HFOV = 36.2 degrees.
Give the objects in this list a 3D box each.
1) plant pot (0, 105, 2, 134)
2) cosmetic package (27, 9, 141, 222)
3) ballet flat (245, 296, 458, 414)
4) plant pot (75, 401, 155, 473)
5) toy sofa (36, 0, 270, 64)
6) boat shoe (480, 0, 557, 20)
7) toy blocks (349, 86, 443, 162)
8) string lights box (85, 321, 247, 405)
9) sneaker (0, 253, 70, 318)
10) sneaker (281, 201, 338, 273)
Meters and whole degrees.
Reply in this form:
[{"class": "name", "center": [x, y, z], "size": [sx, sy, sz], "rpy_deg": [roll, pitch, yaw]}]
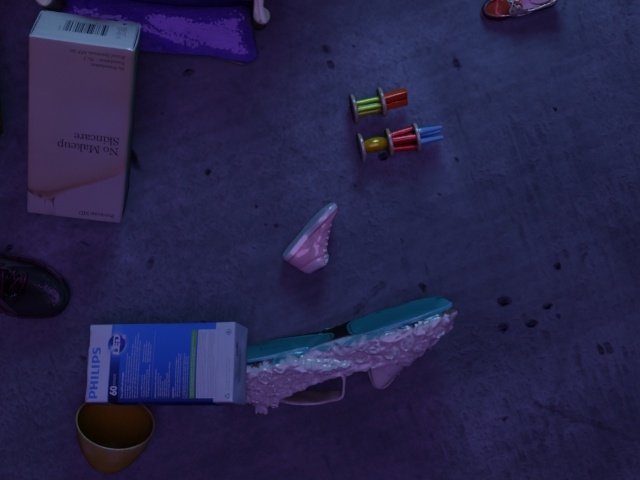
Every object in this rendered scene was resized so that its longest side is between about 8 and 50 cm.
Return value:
[{"class": "plant pot", "center": [-0.611, -0.263, 1.541], "size": [0.237, 0.237, 0.254], "rpy_deg": [-19, 114, -3]}, {"class": "cosmetic package", "center": [-0.377, -0.192, 1.555], "size": [0.160, 0.113, 0.310], "rpy_deg": [6, 122, -8]}, {"class": "ballet flat", "center": [0.047, 0.206, 1.712], "size": [0.408, 0.147, 0.147], "rpy_deg": [-14, 99, 4]}, {"class": "plant pot", "center": [-0.360, 0.346, 1.695], "size": [0.134, 0.134, 0.095], "rpy_deg": [12, 122, -8]}, {"class": "toy sofa", "center": [-0.264, -0.387, 1.583], "size": [0.362, 0.150, 0.177], "rpy_deg": [4, 96, -7]}, {"class": "boat shoe", "center": [0.346, -0.412, 1.700], "size": [0.137, 0.043, 0.049], "rpy_deg": [-11, 101, -3]}, {"class": "toy blocks", "center": [0.133, -0.208, 1.699], "size": [0.148, 0.054, 0.123], "rpy_deg": [-12, 99, -4]}, {"class": "string lights box", "center": [-0.257, 0.208, 1.644], "size": [0.259, 0.077, 0.133], "rpy_deg": [-2, 77, 13]}, {"class": "sneaker", "center": [-0.558, 0.068, 1.606], "size": [0.281, 0.162, 0.106], "rpy_deg": [22, 95, -8]}, {"class": "sneaker", "center": [0.000, 0.000, 1.716], "size": [0.070, 0.051, 0.134], "rpy_deg": [39, 95, -11]}]
